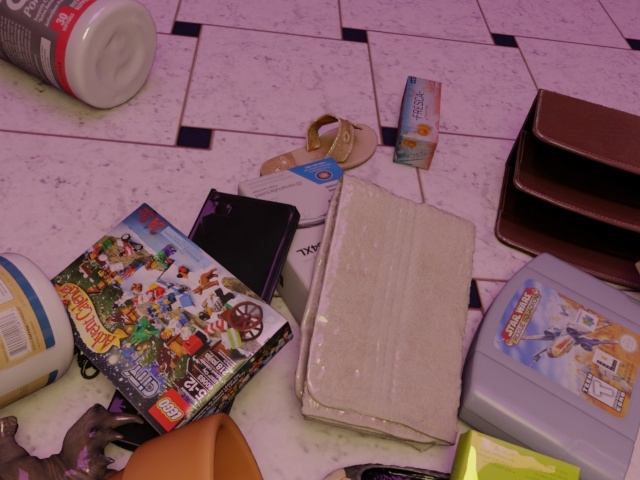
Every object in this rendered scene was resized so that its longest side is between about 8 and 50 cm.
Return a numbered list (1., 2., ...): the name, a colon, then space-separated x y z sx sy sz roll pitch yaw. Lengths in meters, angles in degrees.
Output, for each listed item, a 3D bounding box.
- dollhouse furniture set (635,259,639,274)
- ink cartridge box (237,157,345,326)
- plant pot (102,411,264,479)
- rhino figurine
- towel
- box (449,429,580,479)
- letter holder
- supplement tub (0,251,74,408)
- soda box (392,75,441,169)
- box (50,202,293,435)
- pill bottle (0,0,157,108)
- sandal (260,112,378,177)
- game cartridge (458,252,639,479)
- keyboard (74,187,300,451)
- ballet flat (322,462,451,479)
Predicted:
1. dollhouse furniture set: 0.509 0.059 0.781 0.144 0.123 0.151 -20 83 -36
2. ink cartridge box: 0.000 0.000 0.819 0.148 0.085 0.203 -19 53 -25
3. plant pot: -0.122 0.285 0.416 0.204 0.290 0.290 -17 50 -3
4. rhino figurine: -0.274 0.219 0.567 0.243 0.073 0.106 -22 49 -26
5. towel: 0.079 0.077 0.708 0.187 0.049 0.282 20 66 -15
6. box: 0.161 0.276 0.574 0.109 0.042 0.178 18 68 5
7. letter holder: 0.428 -0.063 0.917 0.302 0.152 0.214 18 48 6
8. supplement tub: -0.354 0.105 0.589 0.144 0.144 0.200 38 39 24
9. soda box: 0.163 -0.199 1.058 0.063 0.058 0.183 13 45 1
10. box: -0.166 0.080 0.663 0.233 0.044 0.159 36 68 25
11. pill bottle: -0.436 -0.349 1.005 0.319 0.176 0.176 28 48 15
12. sandal: 0.011 -0.153 0.970 0.240 0.079 0.088 -31 59 -33
13. game cartridge: 0.288 0.135 0.758 0.198 0.062 0.297 32 46 13
14. keyboard: -0.157 0.075 0.710 0.202 0.033 0.317 11 59 14
15. ballet flat: 0.086 0.244 0.628 0.173 0.049 0.057 5 45 -6
